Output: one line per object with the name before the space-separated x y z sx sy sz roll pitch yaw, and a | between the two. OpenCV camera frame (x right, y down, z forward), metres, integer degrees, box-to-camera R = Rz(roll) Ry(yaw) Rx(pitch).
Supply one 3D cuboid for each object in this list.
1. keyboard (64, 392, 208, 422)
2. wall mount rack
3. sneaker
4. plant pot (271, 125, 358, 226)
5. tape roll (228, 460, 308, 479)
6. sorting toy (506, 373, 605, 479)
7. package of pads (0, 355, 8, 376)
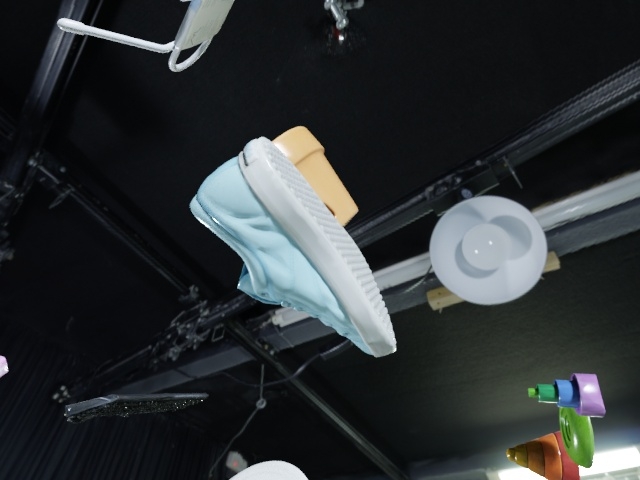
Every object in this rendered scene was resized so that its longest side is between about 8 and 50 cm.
keyboard | -0.418 0.373 0.923 0.202 0.033 0.317 -18 -25 15
wall mount rack | -0.249 -0.428 0.692 0.130 0.304 0.350 46 -41 -9
sneaker | -0.028 0.042 0.572 0.150 0.135 0.366 -29 -66 16
plant pot | -0.060 -0.061 0.877 0.203 0.291 0.291 45 -57 2
tape roll | -0.079 0.512 0.655 0.246 0.246 0.169 -21 -68 19
sorting toy | 0.427 0.364 0.786 0.126 0.127 0.365 -3 -47 17
package of pads | -0.480 0.188 0.560 0.050 0.083 0.032 11 -66 8
